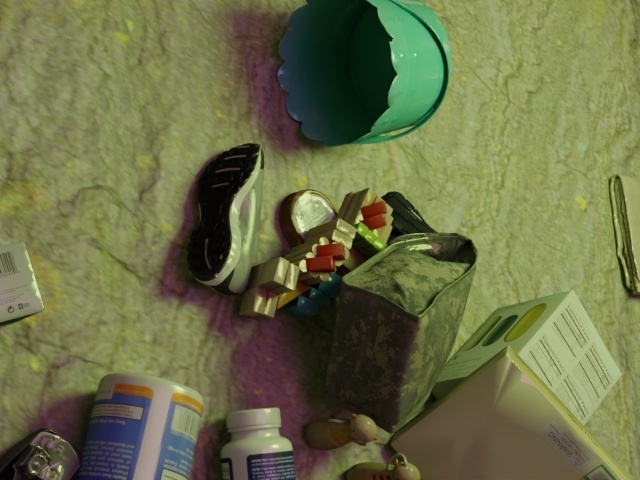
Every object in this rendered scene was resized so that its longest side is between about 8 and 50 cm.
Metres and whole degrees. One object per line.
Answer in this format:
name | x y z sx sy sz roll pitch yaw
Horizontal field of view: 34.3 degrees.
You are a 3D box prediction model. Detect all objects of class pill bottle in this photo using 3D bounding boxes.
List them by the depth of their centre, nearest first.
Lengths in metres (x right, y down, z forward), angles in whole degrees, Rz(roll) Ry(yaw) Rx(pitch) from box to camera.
pill bottle | -0.259 0.331 1.423 0.152 0.152 0.272 25 64 -31
pill bottle | -0.094 0.351 1.574 0.112 0.112 0.187 3 76 -38

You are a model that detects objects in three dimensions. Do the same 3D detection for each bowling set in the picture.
bowling set | 0.073 0.430 1.657 0.287 0.154 0.200 43 55 -21

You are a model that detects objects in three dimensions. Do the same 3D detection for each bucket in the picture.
bucket | 0.081 -0.305 1.807 0.183 0.281 0.281 -15 87 -44

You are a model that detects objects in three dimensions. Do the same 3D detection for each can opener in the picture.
can opener | -0.425 0.369 1.342 0.076 0.095 0.283 48 65 -25

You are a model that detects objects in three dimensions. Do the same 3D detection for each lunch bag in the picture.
lunch bag | 0.145 0.131 1.710 0.287 0.168 0.235 -33 139 -50

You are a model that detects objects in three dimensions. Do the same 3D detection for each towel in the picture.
towel | 0.752 -0.007 2.393 0.187 0.049 0.282 8 72 -38

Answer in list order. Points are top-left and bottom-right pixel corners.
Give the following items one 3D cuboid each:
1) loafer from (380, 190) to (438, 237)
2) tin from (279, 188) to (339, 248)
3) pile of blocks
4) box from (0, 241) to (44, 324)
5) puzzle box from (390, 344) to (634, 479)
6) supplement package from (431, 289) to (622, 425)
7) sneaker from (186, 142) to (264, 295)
loafer | 0.180 0.008 1.894 0.223 0.076 0.078 45 77 6
tin | 0.000 0.000 1.800 0.106 0.040 0.190 -36 101 -35
pile of blocks | 0.028 0.038 1.715 0.362 0.112 0.149 -38 102 -38
box | -0.444 0.066 1.392 0.101 0.087 0.102 -16 88 -40
puzzle box | 0.352 0.410 1.768 0.409 0.272 0.052 48 21 -2
supplement package | 0.379 0.257 1.920 0.262 0.199 0.198 -39 102 -39
sneaker | -0.141 -0.037 1.672 0.108 0.100 0.272 47 46 -49
